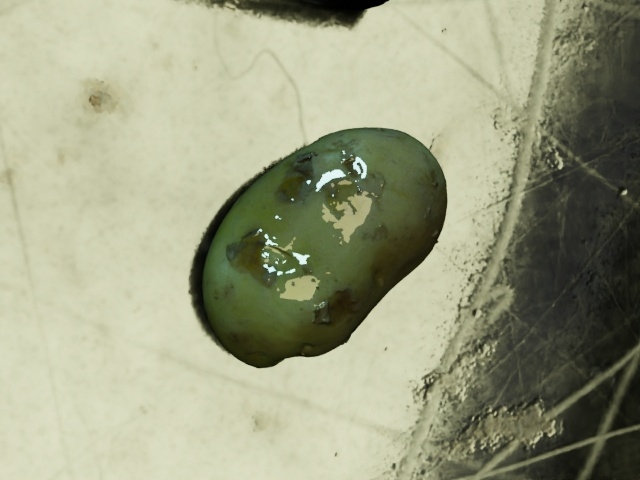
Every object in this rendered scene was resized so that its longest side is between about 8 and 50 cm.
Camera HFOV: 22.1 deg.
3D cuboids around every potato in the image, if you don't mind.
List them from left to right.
[{"bbox_3d":[0.000,0.000,1.494,0.165,0.165,0.262,44,77,-6],"label":"potato"}]

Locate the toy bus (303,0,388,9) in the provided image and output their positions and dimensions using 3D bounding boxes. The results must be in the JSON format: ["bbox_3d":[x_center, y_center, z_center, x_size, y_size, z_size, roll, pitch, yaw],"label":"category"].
[{"bbox_3d":[-0.102,-0.328,1.470,0.386,0.171,0.162,11,84,-9],"label":"toy bus"}]
